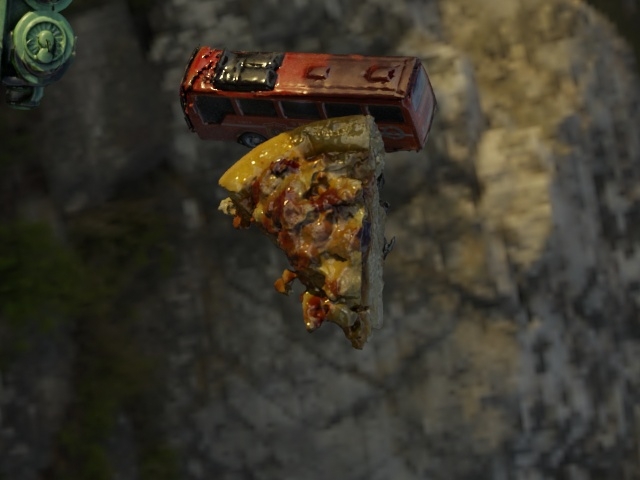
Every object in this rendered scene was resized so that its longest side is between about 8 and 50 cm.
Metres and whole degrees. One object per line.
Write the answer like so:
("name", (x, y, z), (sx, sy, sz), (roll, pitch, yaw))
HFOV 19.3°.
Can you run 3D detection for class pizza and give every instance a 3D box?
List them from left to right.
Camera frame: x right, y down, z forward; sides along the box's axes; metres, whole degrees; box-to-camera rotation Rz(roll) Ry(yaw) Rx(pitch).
("pizza", (0.001, -0.001, 1.564), (0.069, 0.154, 0.194), (32, 37, -79))

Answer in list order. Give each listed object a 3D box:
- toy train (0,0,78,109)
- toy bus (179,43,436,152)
("toy train", (-0.126, -0.127, 0.735), (0.071, 0.038, 0.148), (6, 91, -16))
("toy bus", (-0.014, -0.127, 1.698), (0.096, 0.235, 0.073), (70, 32, -52))
